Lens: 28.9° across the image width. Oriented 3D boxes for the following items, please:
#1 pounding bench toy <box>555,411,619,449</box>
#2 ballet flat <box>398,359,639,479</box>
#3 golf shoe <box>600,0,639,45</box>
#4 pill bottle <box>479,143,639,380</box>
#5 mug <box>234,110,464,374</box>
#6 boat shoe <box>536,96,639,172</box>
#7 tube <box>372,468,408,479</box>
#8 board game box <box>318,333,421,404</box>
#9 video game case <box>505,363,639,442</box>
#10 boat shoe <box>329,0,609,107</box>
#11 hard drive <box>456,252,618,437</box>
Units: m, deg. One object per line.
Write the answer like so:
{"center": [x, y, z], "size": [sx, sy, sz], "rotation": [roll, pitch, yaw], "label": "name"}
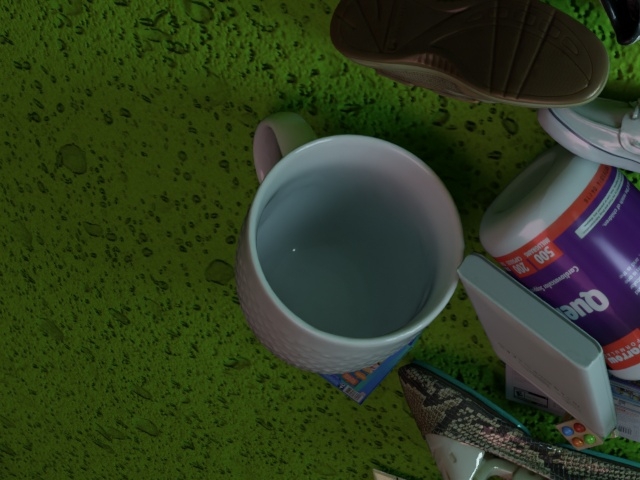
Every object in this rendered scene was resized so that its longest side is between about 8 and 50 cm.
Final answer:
{"center": [0.385, 0.268, 1.760], "size": [0.083, 0.065, 0.052], "rotation": [47, 141, -11], "label": "pounding bench toy"}
{"center": [0.302, 0.347, 1.834], "size": [0.483, 0.182, 0.164], "rotation": [24, 162, 15], "label": "ballet flat"}
{"center": [0.315, -0.292, 1.286], "size": [0.067, 0.086, 0.186], "rotation": [0, 127, 39], "label": "golf shoe"}
{"center": [0.358, 0.042, 1.505], "size": [0.323, 0.181, 0.181], "rotation": [44, 140, -8], "label": "pill bottle"}
{"center": [0.000, 0.000, 1.688], "size": [0.328, 0.276, 0.374], "rotation": [119, 129, -70], "label": "mug"}
{"center": [0.378, -0.126, 1.410], "size": [0.258, 0.095, 0.084], "rotation": [20, 135, 4], "label": "boat shoe"}
{"center": [0.139, 0.505, 2.228], "size": [0.070, 0.062, 0.240], "rotation": [-12, 128, -10], "label": "tube"}
{"center": [0.048, 0.154, 1.952], "size": [0.160, 0.047, 0.210], "rotation": [37, 141, 1], "label": "board game box"}
{"center": [0.365, 0.188, 1.769], "size": [0.212, 0.023, 0.193], "rotation": [17, 137, 25], "label": "video game case"}
{"center": [0.180, -0.222, 1.449], "size": [0.341, 0.122, 0.110], "rotation": [19, 176, 28], "label": "boat shoe"}
{"center": [0.283, 0.141, 1.591], "size": [0.203, 0.040, 0.307], "rotation": [39, 171, 28], "label": "hard drive"}
